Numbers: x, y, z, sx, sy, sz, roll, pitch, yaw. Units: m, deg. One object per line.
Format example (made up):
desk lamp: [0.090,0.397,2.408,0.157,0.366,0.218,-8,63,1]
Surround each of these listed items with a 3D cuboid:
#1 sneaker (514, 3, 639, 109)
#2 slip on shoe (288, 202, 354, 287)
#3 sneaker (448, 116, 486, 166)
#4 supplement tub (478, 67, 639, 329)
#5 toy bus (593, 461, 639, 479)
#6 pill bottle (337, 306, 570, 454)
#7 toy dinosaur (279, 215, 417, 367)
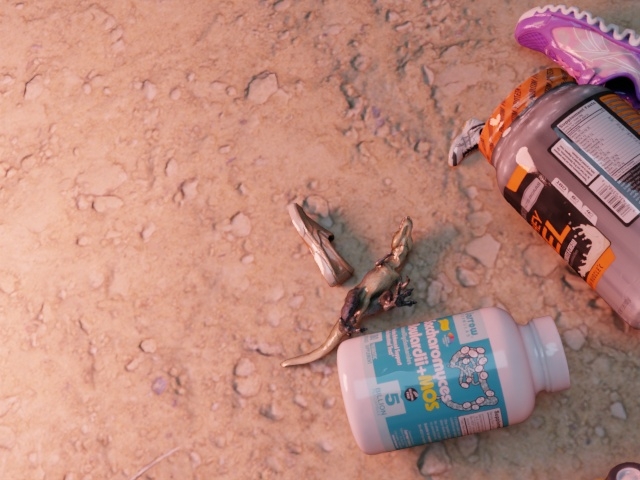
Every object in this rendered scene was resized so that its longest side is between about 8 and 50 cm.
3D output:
sneaker: [0.380,-0.254,1.196,0.236,0.095,0.104,24,82,19]
slip on shoe: [0.000,0.000,1.190,0.041,0.051,0.135,-31,68,4]
sneaker: [0.213,-0.139,1.213,0.037,0.032,0.083,26,76,21]
supplement tub: [0.358,-0.061,1.062,0.193,0.193,0.316,-37,65,-4]
toy bus: [0.248,0.354,0.932,0.332,0.108,0.130,-15,31,6]
pill bottle: [0.162,0.165,1.036,0.264,0.146,0.146,-14,66,6]
toy dinosaur: [0.057,0.085,1.121,0.064,0.118,0.268,45,83,-13]
